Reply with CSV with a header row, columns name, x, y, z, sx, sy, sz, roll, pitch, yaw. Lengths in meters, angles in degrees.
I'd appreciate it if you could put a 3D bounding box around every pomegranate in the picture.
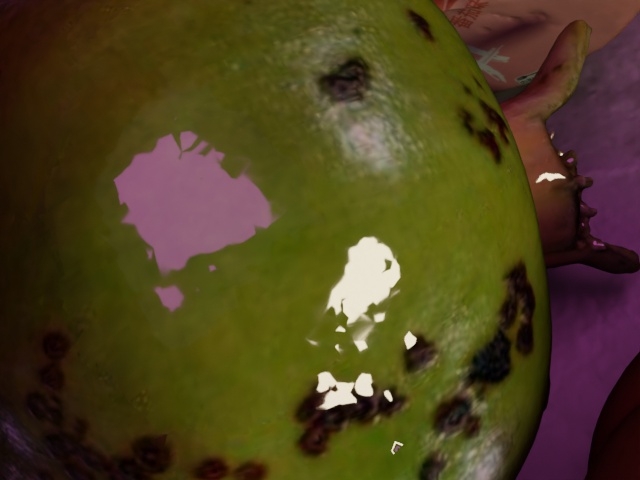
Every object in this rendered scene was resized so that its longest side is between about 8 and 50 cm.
name,x,y,z,sx,sy,sz,roll,pitch,yaw
pomegranate,-0.001,0.011,0.563,0.324,0.291,0.290,-3,69,-6

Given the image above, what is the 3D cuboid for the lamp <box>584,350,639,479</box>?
name,x,y,z,sx,sy,sz,roll,pitch,yaw
lamp,0.243,0.116,0.497,0.303,0.257,0.303,-10,32,6

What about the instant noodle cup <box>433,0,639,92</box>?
name,x,y,z,sx,sy,sz,roll,pitch,yaw
instant noodle cup,0.042,-0.224,0.668,0.243,0.243,0.231,2,64,5
